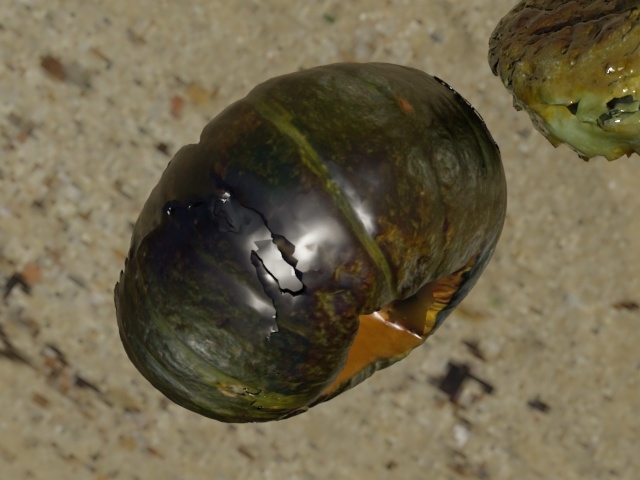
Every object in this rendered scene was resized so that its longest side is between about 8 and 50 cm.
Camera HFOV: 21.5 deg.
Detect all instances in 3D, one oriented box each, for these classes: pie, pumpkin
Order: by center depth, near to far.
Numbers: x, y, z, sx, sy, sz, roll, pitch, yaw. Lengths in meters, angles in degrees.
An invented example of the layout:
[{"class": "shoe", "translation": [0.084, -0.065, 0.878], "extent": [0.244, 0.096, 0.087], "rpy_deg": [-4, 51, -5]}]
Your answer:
[{"class": "pumpkin", "translation": [0.000, 0.000, 1.264], "extent": [0.192, 0.320, 0.320], "rpy_deg": [48, 164, 19]}, {"class": "pie", "translation": [0.263, -0.199, 1.338], "extent": [0.103, 0.288, 0.354], "rpy_deg": [43, -168, -24]}]
